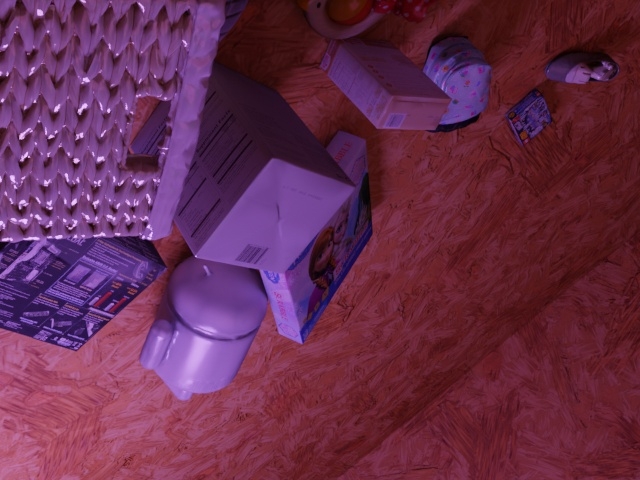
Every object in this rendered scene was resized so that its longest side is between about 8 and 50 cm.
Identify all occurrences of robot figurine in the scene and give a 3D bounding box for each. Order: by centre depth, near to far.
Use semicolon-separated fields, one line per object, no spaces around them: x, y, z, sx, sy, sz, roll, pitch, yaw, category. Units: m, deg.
-0.226;0.164;1.491;0.300;0.200;0.353;-25;150;-47;robot figurine

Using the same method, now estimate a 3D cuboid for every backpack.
0.263;-0.304;1.448;0.152;0.115;0.182;-22;142;-18;backpack

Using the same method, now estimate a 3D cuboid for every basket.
-0.309;-0.213;0.835;0.266;0.331;0.328;-5;136;-32;basket

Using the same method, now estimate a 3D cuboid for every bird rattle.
0.067;-0.404;1.174;0.207;0.143;0.253;-34;162;17;bird rattle

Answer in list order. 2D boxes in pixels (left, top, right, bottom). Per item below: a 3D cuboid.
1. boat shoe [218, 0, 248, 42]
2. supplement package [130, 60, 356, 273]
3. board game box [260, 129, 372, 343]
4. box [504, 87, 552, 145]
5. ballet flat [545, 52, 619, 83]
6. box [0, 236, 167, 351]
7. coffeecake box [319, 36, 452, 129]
-0.148;-0.374;0.946;0.123;0.116;0.324;12;114;-54;boat shoe
-0.126;-0.116;1.174;0.198;0.262;0.199;-49;145;20;supplement package
0.000;0.000;1.494;0.318;0.066;0.318;-57;156;-27;board game box
0.495;-0.290;1.765;0.094;0.027;0.137;-41;148;8;box
0.609;-0.391;1.708;0.213;0.068;0.072;-13;140;-32;ballet flat
-0.448;0.056;1.260;0.242;0.076;0.307;-42;147;8;box
0.110;-0.271;1.276;0.142;0.185;0.068;-6;136;-39;coffeecake box
